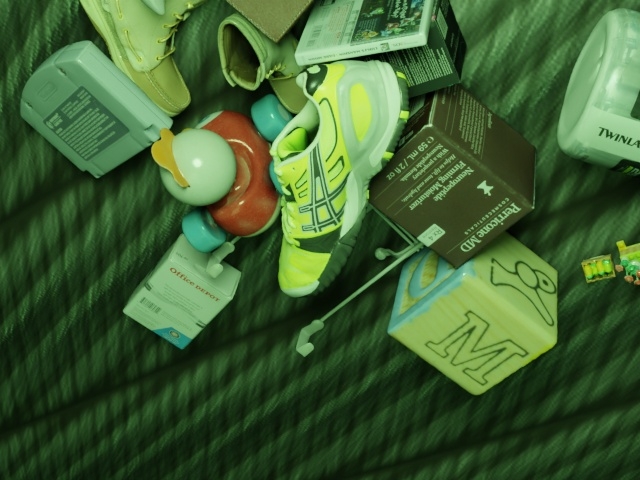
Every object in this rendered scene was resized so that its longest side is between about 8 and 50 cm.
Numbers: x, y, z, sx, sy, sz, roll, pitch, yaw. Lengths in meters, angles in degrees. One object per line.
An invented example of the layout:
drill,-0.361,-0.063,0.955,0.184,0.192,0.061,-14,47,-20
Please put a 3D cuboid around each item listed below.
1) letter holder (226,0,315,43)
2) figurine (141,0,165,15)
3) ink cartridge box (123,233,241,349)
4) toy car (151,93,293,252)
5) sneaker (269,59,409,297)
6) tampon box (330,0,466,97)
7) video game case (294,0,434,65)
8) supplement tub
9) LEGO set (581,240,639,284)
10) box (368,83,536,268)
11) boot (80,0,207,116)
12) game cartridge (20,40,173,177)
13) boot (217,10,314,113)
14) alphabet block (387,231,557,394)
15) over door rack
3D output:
letter holder,-0.031,-0.448,1.122,0.214,0.152,0.302,38,127,-13
figurine,-0.253,-0.431,1.169,0.209,0.092,0.215,31,116,12
ink cartridge box,-0.260,0.099,1.654,0.139,0.082,0.190,35,126,-14
toy car,-0.171,-0.122,1.325,0.219,0.210,0.238,-29,155,22
sneaker,-0.009,-0.086,1.235,0.147,0.145,0.385,7,123,-20
tampon box,0.110,-0.268,1.243,0.161,0.120,0.101,-14,124,24
video game case,0.066,-0.303,1.183,0.173,0.190,0.022,-6,130,19
supplement tub,0.507,-0.164,1.166,0.338,0.207,0.207,18,130,2
LEGO set,0.565,0.059,1.390,0.287,0.107,0.132,11,129,6
box,0.191,-0.107,1.319,0.203,0.167,0.168,36,127,-14
boot,-0.218,-0.322,1.307,0.203,0.095,0.262,-17,116,25
game cartridge,-0.370,-0.205,1.398,0.196,0.060,0.294,41,151,-22
boot,-0.076,-0.251,1.276,0.077,0.165,0.213,-9,123,22
alphabet block,0.255,0.101,1.453,0.197,0.192,0.193,37,129,-13
over door rack,0.000,0.000,1.474,0.239,0.108,0.324,42,105,-18
